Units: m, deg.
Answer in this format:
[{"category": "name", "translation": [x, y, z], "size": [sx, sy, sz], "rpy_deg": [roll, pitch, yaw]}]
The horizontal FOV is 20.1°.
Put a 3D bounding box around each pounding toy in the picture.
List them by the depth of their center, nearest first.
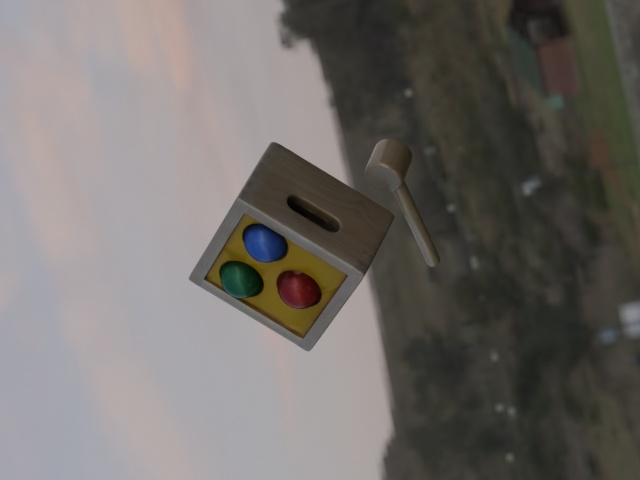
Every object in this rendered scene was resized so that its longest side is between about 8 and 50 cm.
[{"category": "pounding toy", "translation": [0.010, 0.002, 1.547], "size": [0.206, 0.181, 0.094], "rpy_deg": [-56, 4, 47]}]
